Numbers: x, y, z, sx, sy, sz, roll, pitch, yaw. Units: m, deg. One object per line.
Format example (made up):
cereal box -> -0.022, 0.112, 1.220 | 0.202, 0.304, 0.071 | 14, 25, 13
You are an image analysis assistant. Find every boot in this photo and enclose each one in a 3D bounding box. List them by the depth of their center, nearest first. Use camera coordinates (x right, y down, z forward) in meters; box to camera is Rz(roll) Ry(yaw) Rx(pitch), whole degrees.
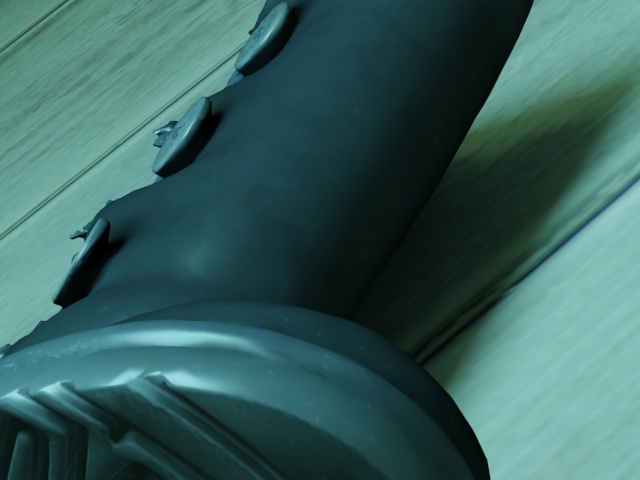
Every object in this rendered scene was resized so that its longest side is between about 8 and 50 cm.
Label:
boot -> -0.002, 0.001, 0.718 | 0.367, 0.146, 0.445 | -31, 15, 45
